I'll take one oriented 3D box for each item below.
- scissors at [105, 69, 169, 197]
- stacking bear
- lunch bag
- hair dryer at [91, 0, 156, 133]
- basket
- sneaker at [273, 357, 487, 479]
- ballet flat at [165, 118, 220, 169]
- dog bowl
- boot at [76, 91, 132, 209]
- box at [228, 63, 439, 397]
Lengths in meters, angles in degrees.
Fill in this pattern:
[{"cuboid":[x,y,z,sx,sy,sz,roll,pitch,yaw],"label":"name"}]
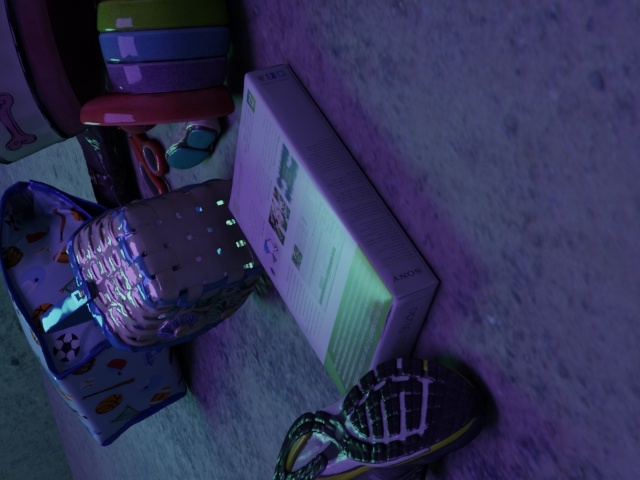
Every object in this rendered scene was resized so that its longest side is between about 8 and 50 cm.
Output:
[{"cuboid":[-0.311,-0.175,1.750,0.297,0.021,0.109,52,150,36],"label":"scissors"},{"cuboid":[-0.187,-0.286,1.238,0.164,0.175,0.288,9,108,47],"label":"stacking bear"},{"cuboid":[-0.416,0.109,1.890,0.385,0.239,0.327,50,161,28],"label":"lunch bag"},{"cuboid":[-0.288,-0.265,1.557,0.293,0.080,0.223,10,115,62],"label":"hair dryer"},{"cuboid":[-0.222,0.044,1.430,0.289,0.255,0.201,-27,84,55],"label":"basket"},{"cuboid":[0.074,0.205,1.100,0.300,0.121,0.111,-33,43,50],"label":"sneaker"},{"cuboid":[-0.166,-0.143,1.438,0.168,0.057,0.052,149,129,-63],"label":"ballet flat"},{"cuboid":[-0.434,-0.324,1.580,0.408,0.150,0.407,-9,-90,-87],"label":"dog bowl"},{"cuboid":[-0.406,-0.169,1.883,0.263,0.091,0.229,43,149,53],"label":"boot"},{"cuboid":[0.000,0.000,1.160,0.322,0.059,0.232,59,154,29],"label":"box"}]
